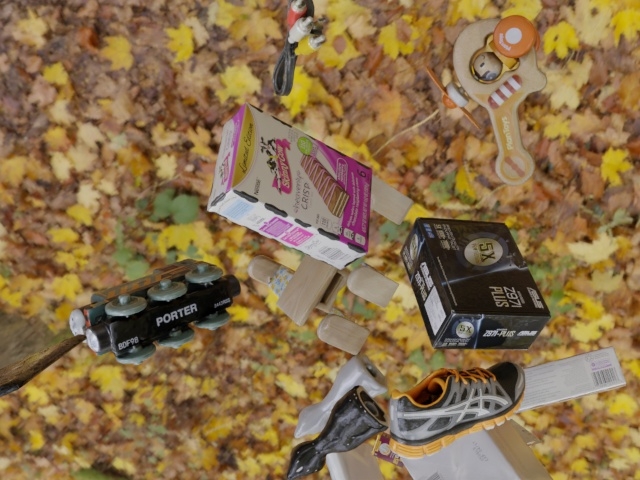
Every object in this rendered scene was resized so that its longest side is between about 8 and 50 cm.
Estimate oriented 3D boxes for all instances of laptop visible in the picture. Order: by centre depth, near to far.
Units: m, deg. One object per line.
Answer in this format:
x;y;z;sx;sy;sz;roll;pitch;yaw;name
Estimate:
-0.381;0.234;0.837;0.264;0.234;0.136;-24;95;0;laptop

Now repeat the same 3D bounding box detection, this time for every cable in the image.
-0.068;-0.410;1.606;0.287;0.072;0.139;-37;75;58;cable

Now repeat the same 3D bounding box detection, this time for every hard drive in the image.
0.121;0.657;1.840;0.047;0.233;0.353;-30;60;17;hard drive

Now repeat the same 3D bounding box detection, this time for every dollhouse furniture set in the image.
0.000;0.000;1.827;0.256;0.394;0.362;29;-175;-39;dollhouse furniture set

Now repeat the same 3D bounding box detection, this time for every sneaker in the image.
0.177;0.197;0.972;0.084;0.215;0.083;11;118;58;sneaker

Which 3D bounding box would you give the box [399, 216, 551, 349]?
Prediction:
0.209;0.058;1.060;0.147;0.180;0.077;4;134;-17;box

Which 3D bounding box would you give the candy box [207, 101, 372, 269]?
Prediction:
-0.036;-0.076;1.109;0.233;0.159;0.071;24;143;-27;candy box

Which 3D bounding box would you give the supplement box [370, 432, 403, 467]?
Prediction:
0.172;0.507;1.860;0.083;0.043;0.055;20;94;13;supplement box

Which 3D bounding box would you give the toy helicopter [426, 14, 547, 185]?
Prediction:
0.366;-0.288;1.623;0.235;0.140;0.355;-12;94;22;toy helicopter

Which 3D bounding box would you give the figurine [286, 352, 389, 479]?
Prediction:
0.022;0.333;1.439;0.209;0.215;0.092;-42;101;16;figurine

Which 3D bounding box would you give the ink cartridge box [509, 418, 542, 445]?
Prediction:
0.470;0.472;1.841;0.115;0.063;0.029;34;125;58;ink cartridge box

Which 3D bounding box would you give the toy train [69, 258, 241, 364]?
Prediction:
-0.324;0.132;1.513;0.190;0.334;0.142;11;116;47;toy train

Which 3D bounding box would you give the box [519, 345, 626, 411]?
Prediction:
0.328;0.247;1.254;0.324;0.063;0.067;-19;70;13;box

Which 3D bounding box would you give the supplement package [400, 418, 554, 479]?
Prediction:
0.325;0.466;1.545;0.175;0.293;0.177;-42;57;11;supplement package
